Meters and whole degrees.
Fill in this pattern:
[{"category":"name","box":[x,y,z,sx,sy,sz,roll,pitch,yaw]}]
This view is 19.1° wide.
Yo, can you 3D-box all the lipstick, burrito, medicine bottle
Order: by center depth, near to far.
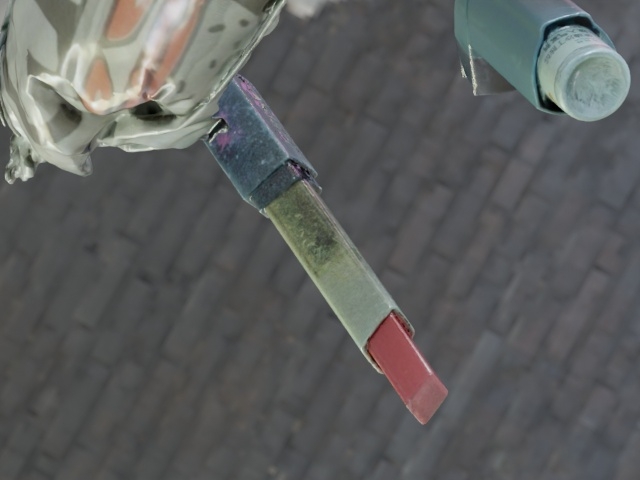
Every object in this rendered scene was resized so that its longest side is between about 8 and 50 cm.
[{"category":"burrito","box":[-0.022,-0.159,0.687,0.445,0.101,0.139,-55,24,33]},{"category":"lipstick","box":[0.000,0.000,1.372,0.051,0.312,0.051,-41,-29,9]},{"category":"medicine bottle","box":[0.184,-0.159,1.605,0.258,0.079,0.124,-126,23,-63]}]
